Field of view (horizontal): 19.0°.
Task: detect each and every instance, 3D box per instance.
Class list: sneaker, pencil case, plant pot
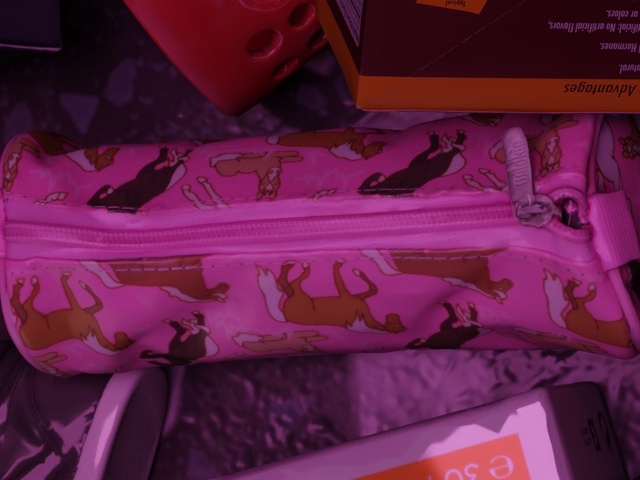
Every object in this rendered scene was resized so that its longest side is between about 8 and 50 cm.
[{"bbox_3d":[-0.212,0.197,1.216,0.147,0.104,0.295,18,87,21],"label":"sneaker"},{"bbox_3d":[0.000,0.000,1.105,0.386,0.160,0.167,-3,131,17],"label":"pencil case"},{"bbox_3d":[-0.041,-0.197,1.137,0.174,0.191,0.191,-37,76,5],"label":"plant pot"}]

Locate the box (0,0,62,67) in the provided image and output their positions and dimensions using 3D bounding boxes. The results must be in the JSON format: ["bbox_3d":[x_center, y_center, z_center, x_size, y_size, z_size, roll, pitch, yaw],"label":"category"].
[{"bbox_3d":[-0.322,-0.237,1.186,0.294,0.183,0.296,-9,84,44],"label":"box"}]

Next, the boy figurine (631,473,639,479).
[{"bbox_3d":[0.321,0.151,1.039,0.285,0.092,0.177,-15,79,21],"label":"boy figurine"}]

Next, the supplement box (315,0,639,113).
[{"bbox_3d":[0.108,-0.179,0.996,0.191,0.129,0.194,0,120,-12],"label":"supplement box"}]

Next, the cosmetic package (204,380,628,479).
[{"bbox_3d":[0.099,0.325,1.067,0.230,0.161,0.453,-18,82,17],"label":"cosmetic package"}]
